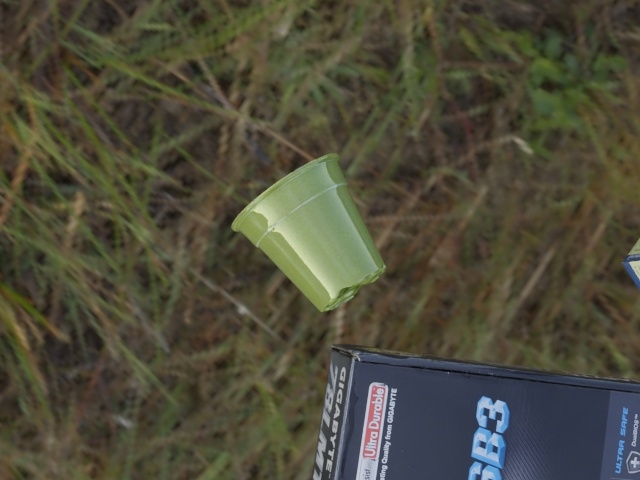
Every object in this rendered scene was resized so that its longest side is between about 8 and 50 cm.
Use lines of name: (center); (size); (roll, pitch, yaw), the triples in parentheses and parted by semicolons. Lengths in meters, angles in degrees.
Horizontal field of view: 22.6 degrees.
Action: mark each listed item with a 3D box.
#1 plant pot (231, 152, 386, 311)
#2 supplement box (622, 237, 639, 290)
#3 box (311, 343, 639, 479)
plant pot: (0.000, 0.000, 1.020); (0.083, 0.079, 0.083); (-35, 171, -6)
supplement box: (0.282, 0.007, 1.169); (0.083, 0.083, 0.056); (-49, 114, -31)
box: (0.132, 0.245, 1.293); (0.293, 0.073, 0.296); (9, 90, -18)
